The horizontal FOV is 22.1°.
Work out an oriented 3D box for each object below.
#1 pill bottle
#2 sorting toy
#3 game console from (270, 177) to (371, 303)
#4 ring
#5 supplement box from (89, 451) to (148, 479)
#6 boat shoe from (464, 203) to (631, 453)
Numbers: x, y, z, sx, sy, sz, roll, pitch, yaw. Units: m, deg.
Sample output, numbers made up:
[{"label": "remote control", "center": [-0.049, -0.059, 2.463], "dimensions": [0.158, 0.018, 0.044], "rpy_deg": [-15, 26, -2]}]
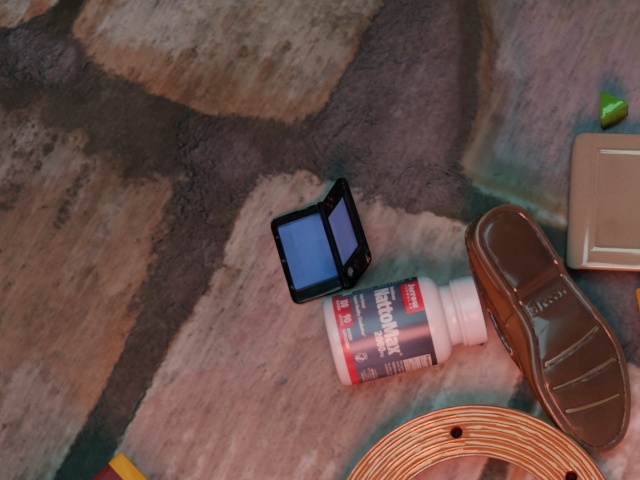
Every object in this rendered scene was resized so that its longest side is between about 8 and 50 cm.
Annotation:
[{"label": "pill bottle", "center": [0.100, 0.100, 1.922], "dimensions": [0.180, 0.108, 0.108], "rpy_deg": [-14, 65, 2]}, {"label": "sorting toy", "center": [0.398, -0.040, 1.973], "dimensions": [0.196, 0.047, 0.348], "rpy_deg": [1, 66, 14]}, {"label": "game console", "center": [0.000, 0.000, 2.002], "dimensions": [0.071, 0.107, 0.122], "rpy_deg": [-5, 63, -25]}, {"label": "ring", "center": [0.173, 0.351, 1.827], "dimensions": [0.336, 0.032, 0.336], "rpy_deg": [-3, 73, 11]}, {"label": "supplement box", "center": [-0.221, 0.384, 1.833], "dimensions": [0.194, 0.129, 0.191], "rpy_deg": [-43, 68, -10]}, {"label": "boat shoe", "center": [0.264, 0.102, 1.901], "dimensions": [0.110, 0.104, 0.307], "rpy_deg": [-22, 86, -12]}]
